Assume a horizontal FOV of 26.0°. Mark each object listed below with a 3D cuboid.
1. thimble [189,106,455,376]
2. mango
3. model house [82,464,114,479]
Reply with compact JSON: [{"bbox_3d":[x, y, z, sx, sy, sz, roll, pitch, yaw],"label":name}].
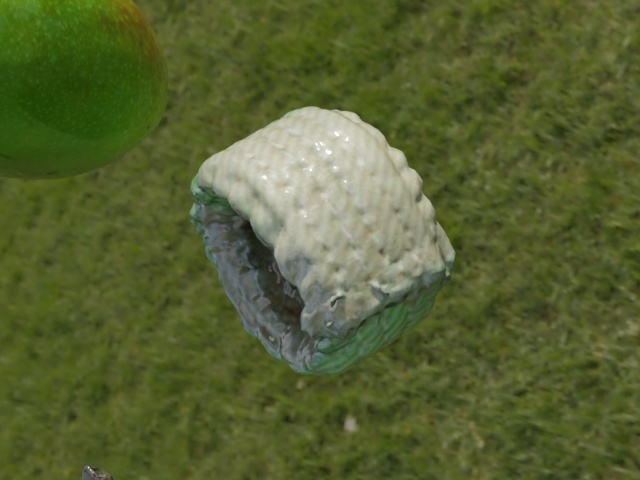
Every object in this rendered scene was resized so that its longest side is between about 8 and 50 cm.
[{"bbox_3d":[0.000,0.000,1.173,0.219,0.150,0.219,47,156,29],"label":"thimble"},{"bbox_3d":[-0.281,-0.154,1.138,0.225,0.382,0.201,48,115,23],"label":"mango"},{"bbox_3d":[-0.291,0.388,1.463,0.205,0.218,0.279,-4,96,53],"label":"model house"}]
